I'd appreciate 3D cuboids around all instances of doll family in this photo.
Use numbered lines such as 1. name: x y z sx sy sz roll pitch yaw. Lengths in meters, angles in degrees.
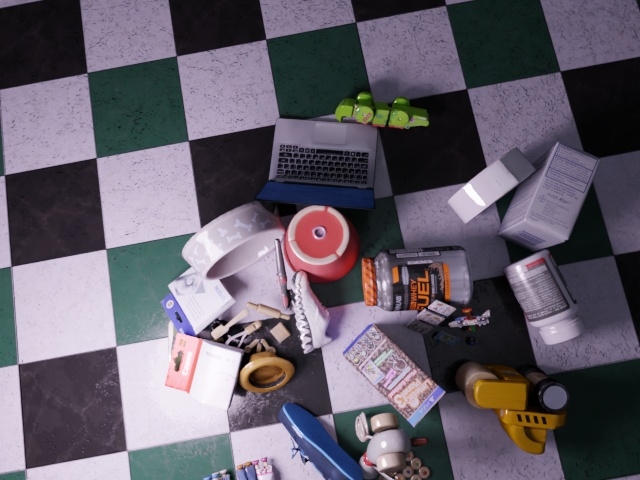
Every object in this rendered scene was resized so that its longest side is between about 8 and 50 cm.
1. doll family: -0.257 0.817 1.597 0.263 0.118 0.163 -11 73 -18

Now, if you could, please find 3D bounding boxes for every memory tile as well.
1. memory tile: 0.275 0.772 1.618 0.148 0.012 0.113 -43 81 -5

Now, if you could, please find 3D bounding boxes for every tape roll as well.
1. tape roll: 0.564 -0.179 1.633 0.286 0.286 0.100 -36 81 -4

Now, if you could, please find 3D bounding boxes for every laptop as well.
1. laptop: 0.003 -0.275 1.682 0.382 0.236 0.407 5 76 3

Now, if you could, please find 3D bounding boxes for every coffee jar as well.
1. coffee jar: -0.355 0.395 1.666 0.079 0.096 0.184 -20 81 5

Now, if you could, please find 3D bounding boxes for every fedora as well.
1. fedora: -0.183 0.426 1.639 0.194 0.194 0.079 -24 43 -2

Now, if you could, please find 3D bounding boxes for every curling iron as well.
1. curling iron: -0.130 0.117 1.661 0.035 0.068 0.273 -10 118 -2

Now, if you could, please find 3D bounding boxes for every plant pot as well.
1. plant pot: 0.000 0.000 1.647 0.275 0.243 0.274 0 79 2

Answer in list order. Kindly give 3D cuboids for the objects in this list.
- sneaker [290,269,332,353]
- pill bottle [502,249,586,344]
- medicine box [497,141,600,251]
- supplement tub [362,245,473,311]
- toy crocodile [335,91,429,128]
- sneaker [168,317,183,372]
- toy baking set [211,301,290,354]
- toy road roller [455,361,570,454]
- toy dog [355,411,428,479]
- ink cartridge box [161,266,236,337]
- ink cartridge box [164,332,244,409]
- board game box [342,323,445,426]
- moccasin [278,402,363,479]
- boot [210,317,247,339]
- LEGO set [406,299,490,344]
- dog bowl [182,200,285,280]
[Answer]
1. sneaker: -0.032 0.231 1.653 0.119 0.110 0.291 -12 108 -8
2. pill bottle: 0.739 0.187 1.625 0.161 0.161 0.283 -24 80 -2
3. medicine box: 0.744 -0.134 1.629 0.149 0.263 0.289 26 83 6
4. supplement tub: 0.311 0.127 1.630 0.338 0.207 0.207 -4 80 2
5. toy crocodile: 0.225 -0.459 1.791 0.341 0.105 0.115 7 45 -2
6. sneaker: -0.471 0.361 1.692 0.086 0.064 0.192 -8 77 6
7. toy baking set: -0.221 0.304 1.650 0.256 0.030 0.196 28 85 -24
8. toy road roller: 0.600 0.528 1.558 0.330 0.202 0.240 6 91 2
9. toy dog: 0.218 0.639 1.500 0.161 0.333 0.220 3 72 -7
10. ink cartridge box: -0.431 0.201 1.684 0.224 0.045 0.223 -41 55 -5
11. ink cartridge box: -0.379 0.418 1.583 0.233 0.066 0.188 14 91 0
12. board game box: 0.221 0.416 1.571 0.291 0.232 0.141 44 84 8
13. moccasin: -0.025 0.673 1.567 0.342 0.138 0.116 42 109 27
14. boot: -0.313 0.304 1.679 0.121 0.099 0.045 28 84 7
15. LEGO set: 0.435 0.269 1.629 0.244 0.182 0.060 23 45 -12
16. dog bowl: -0.268 0.009 1.600 0.349 0.349 0.102 -33 78 -3
